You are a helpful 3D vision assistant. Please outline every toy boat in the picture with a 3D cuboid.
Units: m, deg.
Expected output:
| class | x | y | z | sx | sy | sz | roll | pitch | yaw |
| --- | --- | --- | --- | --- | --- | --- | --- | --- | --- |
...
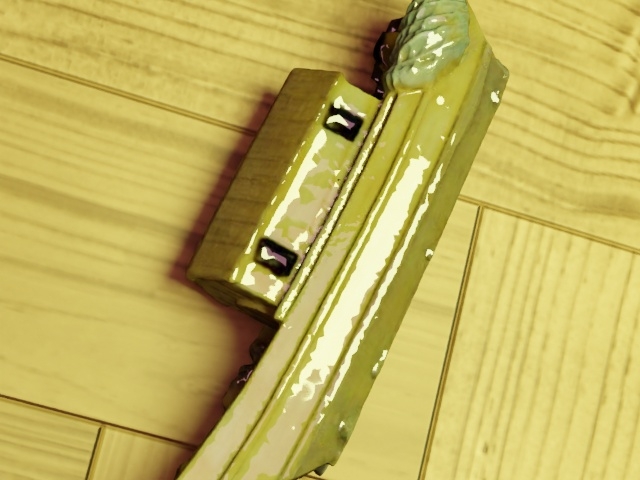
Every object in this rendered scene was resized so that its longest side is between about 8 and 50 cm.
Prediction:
| class | x | y | z | sx | sy | sz | roll | pitch | yaw |
| --- | --- | --- | --- | --- | --- | --- | --- | --- | --- |
| toy boat | 0.000 | 0.000 | 1.135 | 0.162 | 0.136 | 0.445 | 26 | 76 | -4 |
